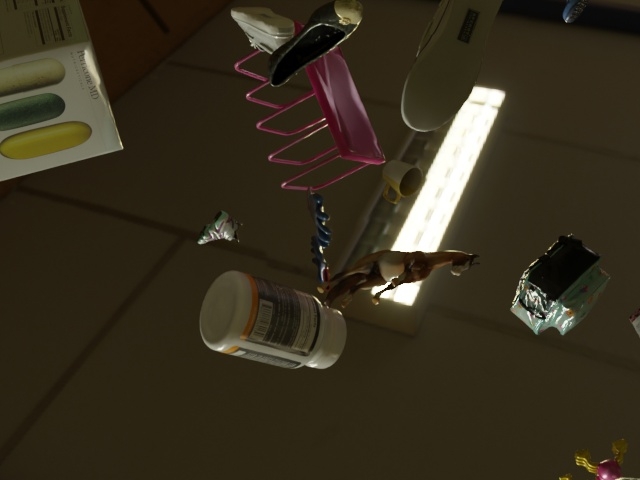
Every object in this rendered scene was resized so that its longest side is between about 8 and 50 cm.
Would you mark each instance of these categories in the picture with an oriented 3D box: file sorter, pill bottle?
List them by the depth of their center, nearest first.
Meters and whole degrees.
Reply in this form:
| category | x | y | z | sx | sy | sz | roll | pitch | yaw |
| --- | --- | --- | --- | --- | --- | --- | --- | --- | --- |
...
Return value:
| category | x | y | z | sx | sy | sz | roll | pitch | yaw |
| --- | --- | --- | --- | --- | --- | --- | --- | --- | --- |
| pill bottle | -0.091 | 0.171 | 1.518 | 0.278 | 0.162 | 0.162 | 21 | -150 | -37 |
| file sorter | -0.028 | -0.266 | 1.561 | 0.182 | 0.202 | 0.291 | -25 | -99 | 24 |

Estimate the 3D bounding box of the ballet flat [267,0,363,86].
| category | x | y | z | sx | sy | sz | roll | pitch | yaw |
| --- | --- | --- | --- | --- | --- | --- | --- | --- | --- |
| ballet flat | -0.006 | -0.249 | 0.949 | 0.057 | 0.173 | 0.049 | 24 | -123 | -31 |

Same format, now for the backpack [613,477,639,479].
| category | x | y | z | sx | sy | sz | roll | pitch | yaw |
| --- | --- | --- | --- | --- | --- | --- | --- | --- | --- |
| backpack | 0.468 | 0.460 | 1.001 | 0.273 | 0.355 | 0.290 | -37 | -81 | -45 |

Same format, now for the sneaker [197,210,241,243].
| category | x | y | z | sx | sy | sz | roll | pitch | yaw |
| --- | --- | --- | --- | --- | --- | --- | --- | --- | --- |
| sneaker | -0.192 | -0.011 | 1.460 | 0.069 | 0.098 | 0.038 | 31 | -137 | -24 |

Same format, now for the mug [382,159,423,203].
| category | x | y | z | sx | sy | sz | roll | pitch | yaw |
| --- | --- | --- | --- | --- | --- | --- | --- | --- | --- |
| mug | 0.146 | -0.118 | 1.421 | 0.078 | 0.062 | 0.064 | -45 | -131 | -10 |

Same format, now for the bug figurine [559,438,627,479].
| category | x | y | z | sx | sy | sz | roll | pitch | yaw |
| --- | --- | --- | --- | --- | --- | --- | --- | --- | --- |
| bug figurine | 0.554 | 0.395 | 1.285 | 0.278 | 0.216 | 0.072 | -21 | -128 | 11 |

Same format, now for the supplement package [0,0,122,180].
| category | x | y | z | sx | sy | sz | roll | pitch | yaw |
| --- | --- | --- | --- | --- | --- | --- | --- | --- | --- |
| supplement package | -0.450 | -0.228 | 1.067 | 0.262 | 0.199 | 0.198 | -17 | -129 | -13 |

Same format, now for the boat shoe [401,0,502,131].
| category | x | y | z | sx | sy | sz | roll | pitch | yaw |
| --- | --- | --- | --- | --- | --- | --- | --- | --- | --- |
| boat shoe | 0.190 | -0.287 | 1.114 | 0.096 | 0.268 | 0.088 | 19 | -178 | -7 |

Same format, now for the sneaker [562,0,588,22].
| category | x | y | z | sx | sy | sz | roll | pitch | yaw |
| --- | --- | --- | --- | --- | --- | --- | --- | --- | --- |
| sneaker | 0.477 | -0.481 | 1.393 | 0.059 | 0.144 | 0.053 | 22 | -167 | 26 |

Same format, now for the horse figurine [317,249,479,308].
| category | x | y | z | sx | sy | sz | roll | pitch | yaw |
| --- | --- | --- | --- | --- | --- | --- | --- | --- | --- |
| horse figurine | 0.110 | 0.058 | 1.249 | 0.174 | 0.066 | 0.263 | -29 | -170 | -40 |

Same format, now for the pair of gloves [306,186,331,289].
| category | x | y | z | sx | sy | sz | roll | pitch | yaw |
| --- | --- | --- | --- | --- | --- | --- | --- | --- | --- |
| pair of gloves | 0.000 | 0.000 | 1.390 | 0.023 | 0.198 | 0.159 | -8 | -157 | -7 |

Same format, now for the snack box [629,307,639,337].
| category | x | y | z | sx | sy | sz | roll | pitch | yaw |
| --- | --- | --- | --- | --- | --- | --- | --- | --- | --- |
| snack box | 0.588 | 0.083 | 1.083 | 0.174 | 0.207 | 0.070 | 6 | -135 | -24 |

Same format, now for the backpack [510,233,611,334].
| category | x | y | z | sx | sy | sz | roll | pitch | yaw |
| --- | --- | --- | --- | --- | --- | --- | --- | --- | --- |
| backpack | 0.470 | 0.102 | 1.483 | 0.144 | 0.188 | 0.166 | 43 | -117 | 13 |

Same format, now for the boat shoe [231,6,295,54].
| category | x | y | z | sx | sy | sz | roll | pitch | yaw |
| --- | --- | --- | --- | --- | --- | --- | --- | --- | --- |
| boat shoe | -0.094 | -0.342 | 1.223 | 0.066 | 0.063 | 0.184 | -15 | -147 | -31 |
